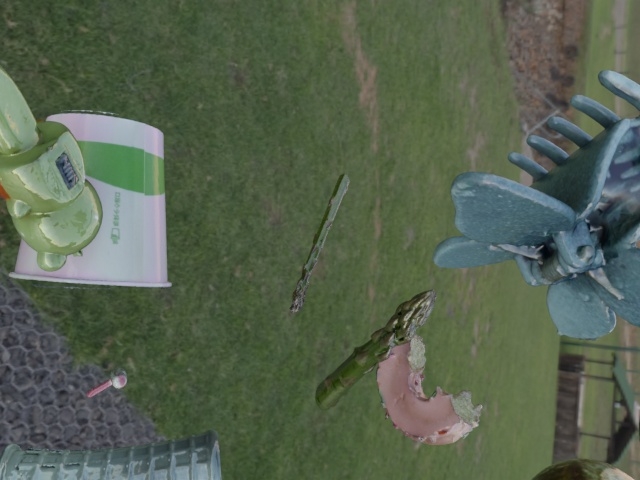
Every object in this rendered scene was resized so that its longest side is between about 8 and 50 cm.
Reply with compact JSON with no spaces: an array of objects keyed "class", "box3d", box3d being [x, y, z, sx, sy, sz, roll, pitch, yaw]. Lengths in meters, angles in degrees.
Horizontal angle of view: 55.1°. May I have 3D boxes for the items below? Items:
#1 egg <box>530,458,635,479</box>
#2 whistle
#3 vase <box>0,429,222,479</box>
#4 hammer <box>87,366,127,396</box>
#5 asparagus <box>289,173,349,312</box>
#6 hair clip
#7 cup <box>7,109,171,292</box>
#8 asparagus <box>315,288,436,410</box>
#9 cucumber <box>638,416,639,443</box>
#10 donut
[{"class":"egg","box3d":[0.478,0.538,1.140,0.238,0.289,0.238,33,36,-28]},{"class":"whistle","box3d":[-0.359,-0.084,0.777,0.131,0.106,0.288,-68,156,-44]},{"class":"vase","box3d":[-0.295,0.349,0.893,0.143,0.299,0.143,175,-90,-79]},{"class":"hammer","box3d":[-0.427,0.288,1.227,0.083,0.052,0.031,-30,110,-14]},{"class":"asparagus","box3d":[0.000,0.000,0.951,0.025,0.024,0.248,33,62,-23]},{"class":"hair clip","box3d":[0.353,-0.035,0.845,0.238,0.392,0.318,-63,180,-19]},{"class":"cup","box3d":[-0.362,-0.056,1.016,0.253,0.253,0.273,12,82,-65]},{"class":"asparagus","box3d":[0.037,0.108,0.543,0.034,0.027,0.236,-36,167,-38]},{"class":"cucumber","box3d":[0.494,0.225,0.859,0.244,0.063,0.115,-37,156,-46]},{"class":"donut","box3d":[0.138,0.216,0.855,0.065,0.117,0.166,14,37,-48]}]
